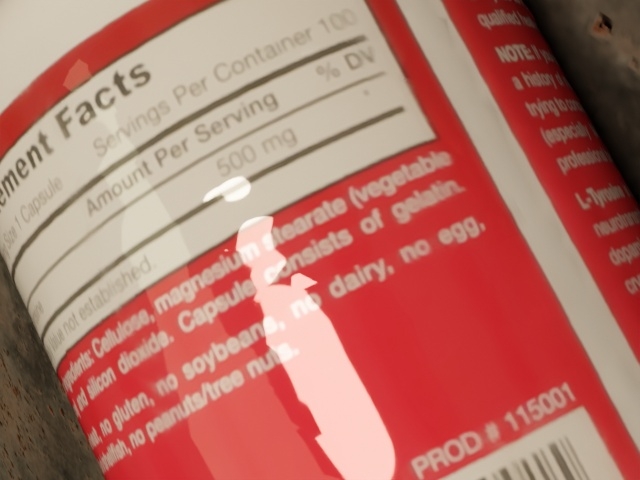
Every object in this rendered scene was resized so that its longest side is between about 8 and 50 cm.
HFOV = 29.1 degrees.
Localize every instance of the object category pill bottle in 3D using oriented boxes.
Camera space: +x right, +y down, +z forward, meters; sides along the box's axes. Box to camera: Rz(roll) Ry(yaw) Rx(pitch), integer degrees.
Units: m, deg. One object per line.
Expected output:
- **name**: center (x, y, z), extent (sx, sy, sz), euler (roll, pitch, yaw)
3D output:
- **pill bottle**: center (0.000, 0.000, 0.486), extent (0.407, 0.229, 0.229), euler (63, 147, 9)
